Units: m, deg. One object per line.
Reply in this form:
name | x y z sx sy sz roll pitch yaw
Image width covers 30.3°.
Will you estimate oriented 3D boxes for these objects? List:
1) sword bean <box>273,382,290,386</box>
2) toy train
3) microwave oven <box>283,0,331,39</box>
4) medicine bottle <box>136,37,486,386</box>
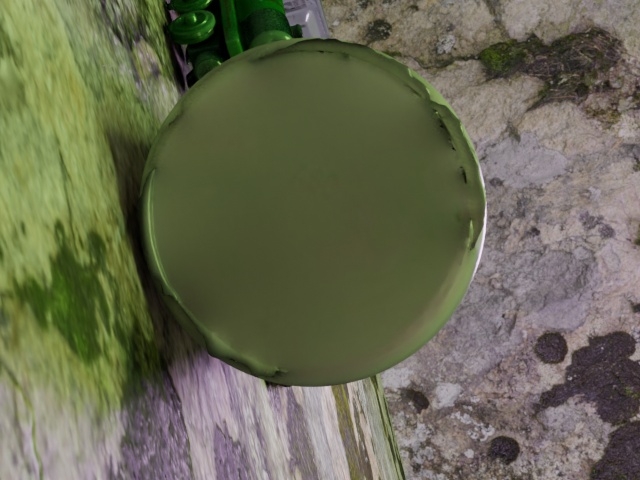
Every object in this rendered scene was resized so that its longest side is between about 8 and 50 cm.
sword bean | -0.025 0.127 1.225 0.269 0.038 0.043 29 52 -83
toy train | -0.084 -0.232 1.113 0.085 0.119 0.251 73 3 -45
microwave oven | -0.066 -0.453 2.175 0.208 0.123 0.162 63 14 -71
medicine bottle | 0.005 -0.016 0.869 0.379 0.214 0.213 -1 76 -86
